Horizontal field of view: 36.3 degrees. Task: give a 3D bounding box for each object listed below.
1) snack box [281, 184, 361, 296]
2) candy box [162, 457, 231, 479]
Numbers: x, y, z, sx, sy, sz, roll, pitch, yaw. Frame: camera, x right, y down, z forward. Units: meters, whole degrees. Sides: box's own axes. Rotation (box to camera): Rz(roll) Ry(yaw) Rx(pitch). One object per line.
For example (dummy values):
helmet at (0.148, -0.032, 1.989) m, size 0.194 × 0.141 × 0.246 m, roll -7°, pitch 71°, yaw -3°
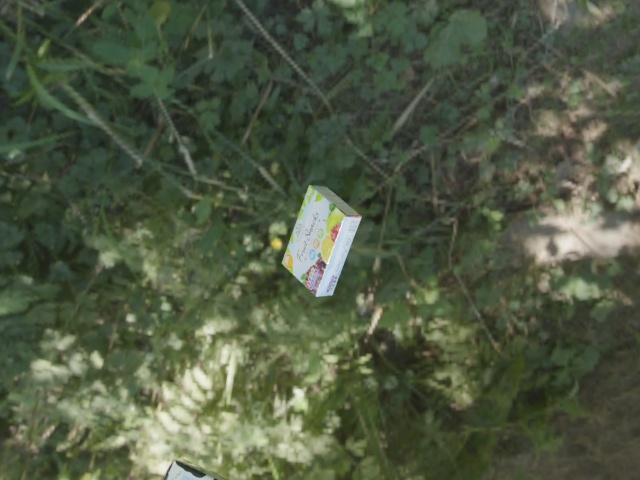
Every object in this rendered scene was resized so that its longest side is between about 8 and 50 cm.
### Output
snack box at (0.000, 0.000, 1.487) m, size 0.037 × 0.100 × 0.141 m, roll 1°, pitch 119°, yaw -38°
candy box at (-0.087, 0.346, 1.199) m, size 0.233 × 0.071 × 0.159 m, roll 24°, pitch 167°, yaw 0°
